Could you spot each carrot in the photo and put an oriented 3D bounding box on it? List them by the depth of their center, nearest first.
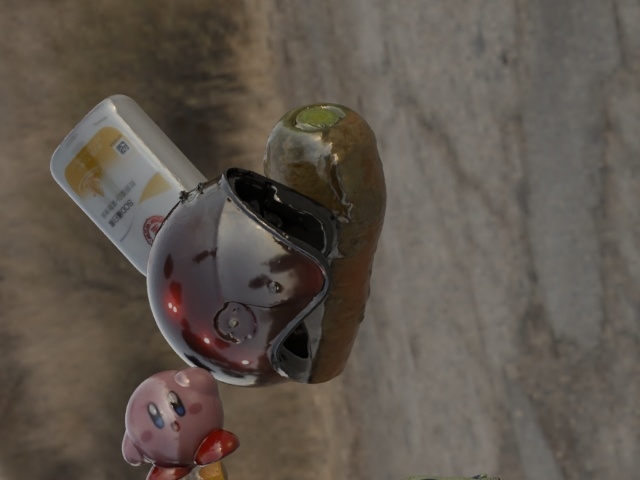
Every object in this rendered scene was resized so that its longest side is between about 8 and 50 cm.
[{"bbox_3d":[0.000,0.000,1.731,0.139,0.138,0.302,-116,28,-54],"label":"carrot"},{"bbox_3d":[-0.191,0.302,1.907,0.042,0.170,0.042,-21,-90,-79],"label":"carrot"}]

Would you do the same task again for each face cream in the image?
[{"bbox_3d":[-0.179,-0.025,1.853,0.291,0.144,0.071,48,-154,1],"label":"face cream"}]

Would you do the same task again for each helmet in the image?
[{"bbox_3d":[-0.070,0.037,1.547,0.189,0.193,0.216,-82,-24,-74],"label":"helmet"}]

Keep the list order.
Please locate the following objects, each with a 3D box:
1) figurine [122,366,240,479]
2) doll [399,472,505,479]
[{"bbox_3d":[-0.101,0.125,1.103,0.071,0.083,0.067,60,-170,0],"label":"figurine"},{"bbox_3d":[0.120,0.229,1.489,0.125,0.037,0.027,-1,94,34],"label":"doll"}]
